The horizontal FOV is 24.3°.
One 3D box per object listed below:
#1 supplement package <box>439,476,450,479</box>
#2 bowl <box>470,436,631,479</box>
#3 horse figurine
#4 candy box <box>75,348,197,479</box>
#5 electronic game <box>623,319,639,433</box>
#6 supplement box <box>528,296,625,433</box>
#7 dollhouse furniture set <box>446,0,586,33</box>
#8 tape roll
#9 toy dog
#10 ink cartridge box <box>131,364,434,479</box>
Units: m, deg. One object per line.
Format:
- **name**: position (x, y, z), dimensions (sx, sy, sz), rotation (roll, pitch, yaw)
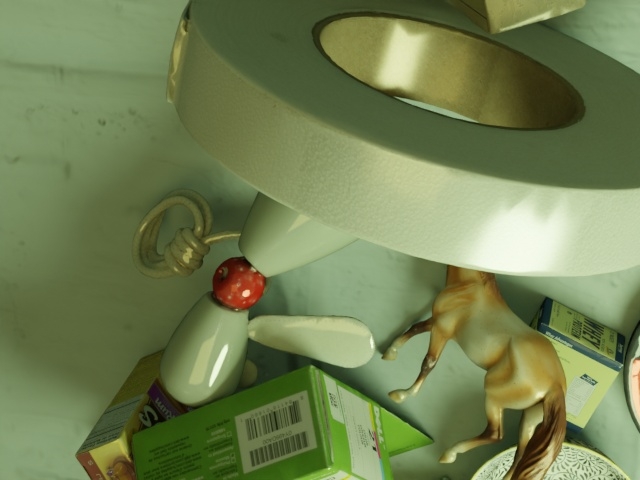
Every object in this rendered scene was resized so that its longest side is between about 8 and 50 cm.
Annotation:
- **supplement package**: position (0.075, 0.371, 1.411), dimensions (0.203, 0.194, 0.149), rotation (-37, 100, 24)
- **bowl**: position (0.219, 0.241, 1.384), dimensions (0.170, 0.080, 0.170), rotation (5, 115, 11)
- **horse figurine**: position (0.141, 0.109, 1.302), dimensions (0.174, 0.066, 0.263), rotation (-56, 50, 26)
- **candy box**: position (-0.151, 0.189, 1.388), dimensions (0.053, 0.187, 0.109), rotation (-22, 107, 22)
- **electronic game**: position (0.383, 0.123, 1.312), dimensions (0.229, 0.048, 0.229), rotation (5, 114, 11)
- **supplement box**: position (0.218, 0.112, 1.341), dimensions (0.083, 0.056, 0.083), rotation (27, 116, 1)
- **dollhouse furniture set**: position (0.265, -0.300, 1.100), dimensions (0.394, 0.256, 0.362), rotation (-17, 110, -3)
- **tape roll**: position (0.083, -0.099, 1.096), dimensions (0.392, 0.392, 0.072), rotation (18, 116, 5)
- **toy dog**: position (0.000, 0.000, 1.292), dimensions (0.161, 0.220, 0.333), rotation (21, 130, -39)
- **ink cartridge box**: position (-0.018, 0.217, 1.341), dimensions (0.189, 0.097, 0.255), rotation (-23, 150, 21)
